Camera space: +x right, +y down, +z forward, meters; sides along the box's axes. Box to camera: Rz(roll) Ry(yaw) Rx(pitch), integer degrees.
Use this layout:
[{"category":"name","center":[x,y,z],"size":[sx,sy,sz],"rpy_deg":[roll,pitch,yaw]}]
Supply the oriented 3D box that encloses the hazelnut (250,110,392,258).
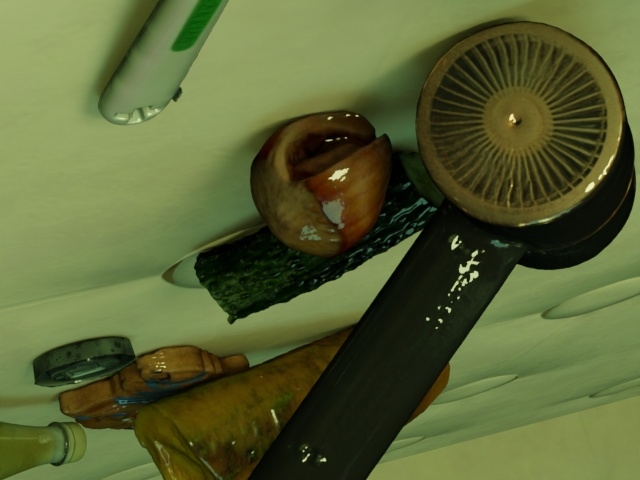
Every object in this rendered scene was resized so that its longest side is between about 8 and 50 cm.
[{"category":"hazelnut","center":[0.002,-0.033,0.751],"size":[0.086,0.086,0.086],"rpy_deg":[-15,165,-4]}]

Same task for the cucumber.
[{"category":"cucumber","center":[0.001,0.001,0.892],"size":[0.187,0.058,0.058],"rpy_deg":[-26,162,34]}]

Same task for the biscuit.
[{"category":"biscuit","center":[-0.158,0.149,1.316],"size":[0.183,0.043,0.280],"rpy_deg":[-9,161,-14]}]

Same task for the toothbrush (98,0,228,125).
[{"category":"toothbrush","center":[-0.026,-0.124,0.466],"size":[0.042,0.040,0.418],"rpy_deg":[-11,169,-22]}]

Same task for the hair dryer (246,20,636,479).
[{"category":"hair dryer","center":[0.047,0.056,0.765],"size":[0.352,0.107,0.189],"rpy_deg":[-54,162,2]}]

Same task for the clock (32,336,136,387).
[{"category":"clock","center":[-0.193,0.099,1.121],"size":[0.085,0.017,0.085],"rpy_deg":[-16,165,-4]}]

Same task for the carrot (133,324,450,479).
[{"category":"carrot","center":[-0.017,0.153,1.274],"size":[0.301,0.114,0.114],"rpy_deg":[-18,168,-33]}]

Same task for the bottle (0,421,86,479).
[{"category":"bottle","center":[-0.312,0.182,1.170],"size":[0.083,0.083,0.269],"rpy_deg":[-28,162,38]}]
